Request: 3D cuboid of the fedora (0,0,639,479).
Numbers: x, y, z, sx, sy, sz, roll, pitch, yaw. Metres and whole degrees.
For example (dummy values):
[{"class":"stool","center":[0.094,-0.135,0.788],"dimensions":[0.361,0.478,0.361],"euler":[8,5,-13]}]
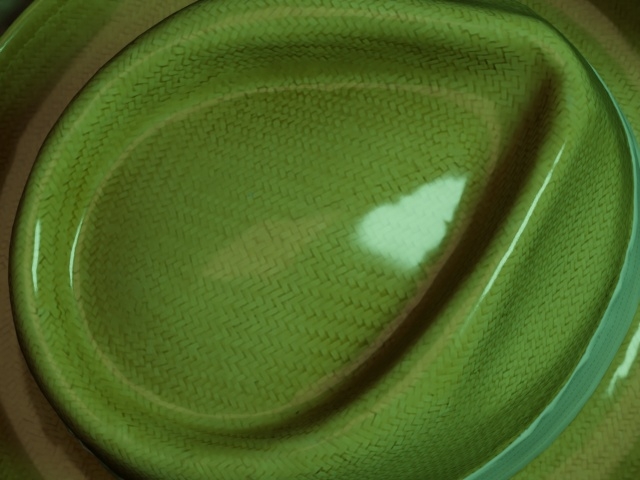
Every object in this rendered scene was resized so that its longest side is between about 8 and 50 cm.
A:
[{"class":"fedora","center":[0.000,0.000,0.385],"dimensions":[0.194,0.079,0.194],"euler":[-1,82,6]}]
